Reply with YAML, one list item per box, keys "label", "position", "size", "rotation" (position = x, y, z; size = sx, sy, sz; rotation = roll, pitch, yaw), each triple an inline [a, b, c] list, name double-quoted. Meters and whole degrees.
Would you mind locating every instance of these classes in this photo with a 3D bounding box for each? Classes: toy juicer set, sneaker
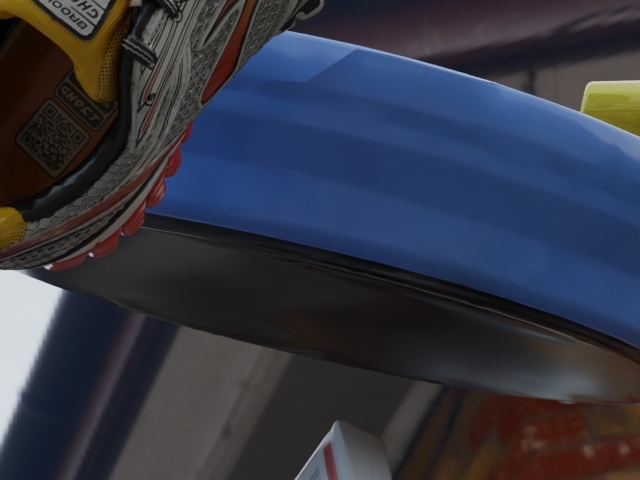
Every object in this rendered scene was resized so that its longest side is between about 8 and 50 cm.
- label: "toy juicer set"
  position: [0.256, 0.032, 1.464]
  size: [0.089, 0.209, 0.329]
  rotation: [9, -36, 13]
- label: "sneaker"
  position: [-0.045, -0.078, 0.494]
  size: [0.088, 0.093, 0.225]
  rotation: [35, -77, 7]

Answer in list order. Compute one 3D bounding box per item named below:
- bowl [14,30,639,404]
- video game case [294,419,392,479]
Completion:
- label: "bowl"
  position: [0.000, 0.000, 0.773]
  size: [0.391, 0.077, 0.391]
  rotation: [13, -10, 2]
- label: "video game case"
  position: [-0.051, 0.226, 0.609]
  size: [0.025, 0.204, 0.285]
  rotation: [29, -71, -17]
